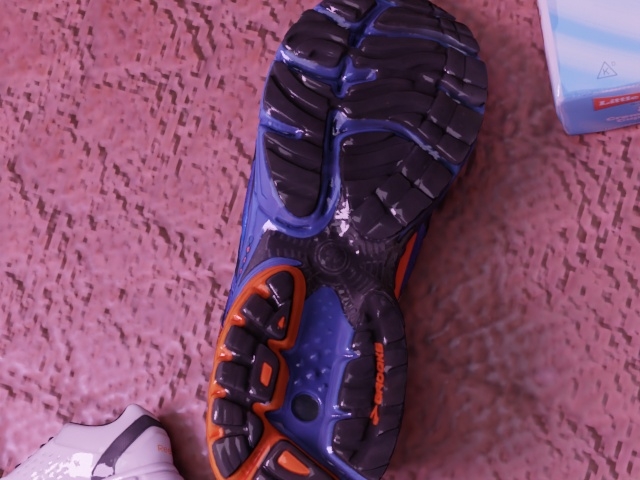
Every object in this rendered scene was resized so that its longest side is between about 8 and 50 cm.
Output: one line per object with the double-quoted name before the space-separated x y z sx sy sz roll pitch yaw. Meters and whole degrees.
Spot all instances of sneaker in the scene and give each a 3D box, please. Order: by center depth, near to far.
"sneaker" 0.000 0.000 0.519 0.083 0.087 0.221 21 68 -7
"sneaker" -0.106 0.099 0.552 0.109 0.040 0.043 -19 60 6

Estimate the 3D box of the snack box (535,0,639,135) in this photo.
"snack box" 0.231 -0.161 0.503 0.322 0.060 0.187 -10 78 11
